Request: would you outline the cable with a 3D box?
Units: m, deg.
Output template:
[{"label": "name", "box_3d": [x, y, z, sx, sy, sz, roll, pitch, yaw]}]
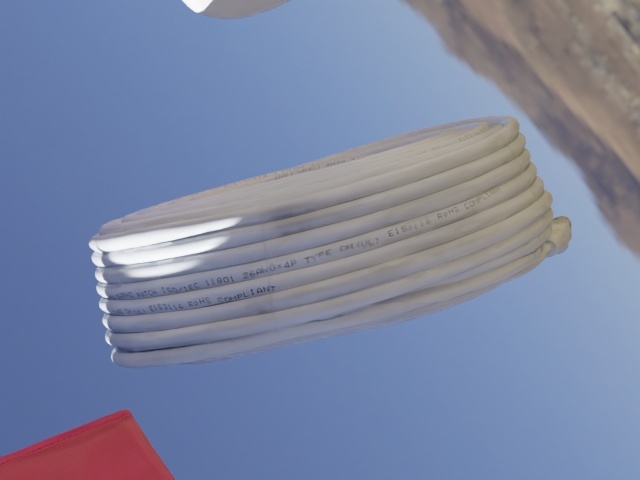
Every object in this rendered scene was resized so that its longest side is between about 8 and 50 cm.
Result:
[{"label": "cable", "box_3d": [0.000, 0.000, 0.865, 0.257, 0.257, 0.089, -29, -74, -74]}]

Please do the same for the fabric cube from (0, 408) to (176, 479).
[{"label": "fabric cube", "box_3d": [-0.194, 0.338, 1.223, 0.258, 0.254, 0.259, 43, 148, 47]}]

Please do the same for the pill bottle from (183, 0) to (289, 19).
[{"label": "pill bottle", "box_3d": [-0.076, -0.235, 0.847, 0.221, 0.121, 0.121, 55, -167, 22]}]
